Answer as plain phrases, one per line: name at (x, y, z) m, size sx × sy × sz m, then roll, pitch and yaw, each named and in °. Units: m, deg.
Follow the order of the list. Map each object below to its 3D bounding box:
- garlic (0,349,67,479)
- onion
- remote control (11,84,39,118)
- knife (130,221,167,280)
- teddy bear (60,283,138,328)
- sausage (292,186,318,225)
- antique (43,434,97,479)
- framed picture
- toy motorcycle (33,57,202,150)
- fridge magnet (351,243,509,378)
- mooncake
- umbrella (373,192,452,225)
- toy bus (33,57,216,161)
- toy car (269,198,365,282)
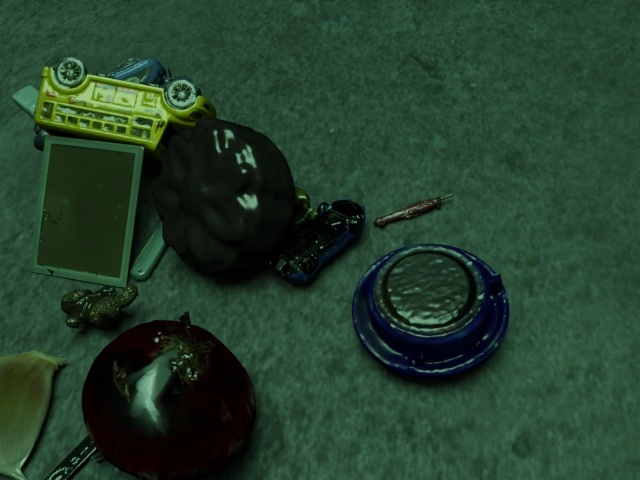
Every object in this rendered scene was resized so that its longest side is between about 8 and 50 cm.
garlic at (-0.530, 0.305, 1.180) m, size 0.149 × 0.128 × 0.266 m, roll -10°, pitch 62°, yaw 14°
onion at (-0.240, 0.266, 1.116) m, size 0.273 × 0.285 × 0.273 m, roll 21°, pitch 27°, yaw -11°
remote control at (-0.670, -0.322, 1.709) m, size 0.061 × 0.029 × 0.162 m, roll -40°, pitch 58°, yaw -24°
knife at (-0.325, 0.010, 1.415) m, size 0.044 × 0.023 × 0.162 m, roll 10°, pitch 55°, yaw 19°
teddy bear at (-0.399, 0.124, 1.309) m, size 0.160 × 0.077 × 0.119 m, roll 0°, pitch 31°, yaw 34°
sausage at (-0.139, -0.109, 1.415) m, size 0.372 × 0.082 × 0.082 m, roll 27°, pitch 60°, yaw 35°
antique at (-0.377, 0.337, 1.174) m, size 0.031 × 0.015 × 0.192 m, roll 29°, pitch 61°, yaw 26°
framed picture at (-0.451, -0.057, 1.394) m, size 0.217 × 0.016 × 0.273 m, roll 9°, pitch 92°, yaw 13°
toy motorcycle at (-0.450, -0.271, 1.585) m, size 0.359 × 0.125 × 0.212 m, roll -32°, pitch 57°, yaw -15°
fridge magnet at (0.184, 0.109, 1.220) m, size 0.266 × 0.112 × 0.265 m, roll -5°, pitch 51°, yaw 6°
mooncake at (-0.186, -0.079, 1.317) m, size 0.283 × 0.283 × 0.141 m, roll 40°, pitch 24°, yaw 30°
umbrella at (0.181, -0.059, 1.406) m, size 0.165 × 0.025 × 0.027 m, roll -19°, pitch 72°, yaw -5°
toy bus at (-0.380, -0.248, 1.430) m, size 0.330 × 0.144 × 0.152 m, roll 11°, pitch 82°, yaw 2°
toy car at (0.000, 0.000, 1.354) m, size 0.216 × 0.063 × 0.103 m, roll -39°, pitch 44°, yaw -25°
